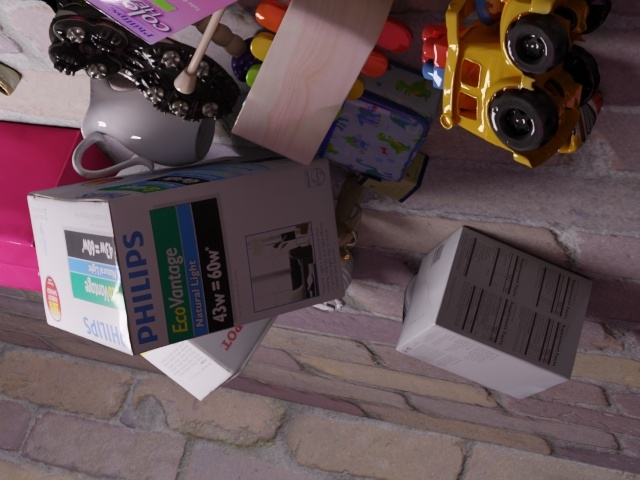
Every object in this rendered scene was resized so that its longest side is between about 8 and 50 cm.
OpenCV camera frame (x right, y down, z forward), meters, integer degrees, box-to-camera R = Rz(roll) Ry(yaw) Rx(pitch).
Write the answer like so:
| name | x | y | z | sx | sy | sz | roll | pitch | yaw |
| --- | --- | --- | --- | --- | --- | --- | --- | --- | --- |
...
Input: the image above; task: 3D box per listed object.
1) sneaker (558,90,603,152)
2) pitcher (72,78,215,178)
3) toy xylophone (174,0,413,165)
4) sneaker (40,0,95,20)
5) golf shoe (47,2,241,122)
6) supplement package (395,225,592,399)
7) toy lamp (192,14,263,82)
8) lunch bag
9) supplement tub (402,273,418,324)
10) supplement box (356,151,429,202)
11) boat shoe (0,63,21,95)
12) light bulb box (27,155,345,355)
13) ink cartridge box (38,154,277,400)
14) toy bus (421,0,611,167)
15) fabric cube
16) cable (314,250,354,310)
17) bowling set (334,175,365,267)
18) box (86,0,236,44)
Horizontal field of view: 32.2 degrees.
| name | x | y | z | sx | sy | sz | roll | pitch | yaw |
| --- | --- | --- | --- | --- | --- | --- | --- | --- | --- |
| sneaker | 0.262 | -0.189 | 1.406 | 0.225 | 0.092 | 0.088 | 28 | 158 | -19 |
| pitcher | -0.288 | -0.168 | 1.786 | 0.207 | 0.177 | 0.125 | 14 | 171 | 13 |
| toy xylophone | -0.043 | -0.231 | 1.429 | 0.236 | 0.081 | 0.322 | 30 | 135 | -13 |
| sneaker | -0.340 | -0.333 | 1.568 | 0.188 | 0.078 | 0.067 | 20 | 157 | -5 |
| golf shoe | -0.235 | -0.256 | 1.520 | 0.273 | 0.120 | 0.105 | 21 | 122 | -23 |
| supplement package | 0.310 | 0.135 | 1.998 | 0.263 | 0.198 | 0.199 | 22 | 157 | -9 |
| toy lamp | -0.183 | -0.317 | 1.489 | 0.080 | 0.080 | 0.275 | -6 | 150 | 46 |
| lunch bag | 0.066 | -0.177 | 1.604 | 0.176 | 0.090 | 0.219 | 23 | 157 | -3 |
| supplement tub | 0.221 | 0.142 | 2.195 | 0.117 | 0.117 | 0.190 | 15 | 158 | 8 |
| supplement box | 0.114 | -0.111 | 1.760 | 0.083 | 0.056 | 0.083 | 22 | 158 | -9 |
| boat shoe | -0.585 | -0.293 | 1.905 | 0.135 | 0.045 | 0.050 | 25 | 157 | -14 |
| light bulb box | -0.214 | 0.006 | 1.721 | 0.361 | 0.225 | 0.358 | -13 | -169 | -32 |
| ink cartridge box | -0.269 | 0.062 | 2.031 | 0.385 | 0.279 | 0.160 | 39 | 141 | -7 |
| toy bus | 0.206 | -0.224 | 1.276 | 0.211 | 0.149 | 0.220 | 25 | 134 | 27 |
| fabric cube | -0.551 | -0.058 | 2.161 | 0.258 | 0.254 | 0.259 | 7 | 155 | 24 |
| cable | -0.058 | 0.036 | 2.208 | 0.257 | 0.089 | 0.257 | 17 | 157 | 5 |
| bowling set | 0.000 | 0.000 | 1.984 | 0.287 | 0.154 | 0.200 | -3 | 150 | 43 |
| box | -0.128 | -0.352 | 1.170 | 0.117 | 0.213 | 0.243 | 31 | 156 | -30 |
